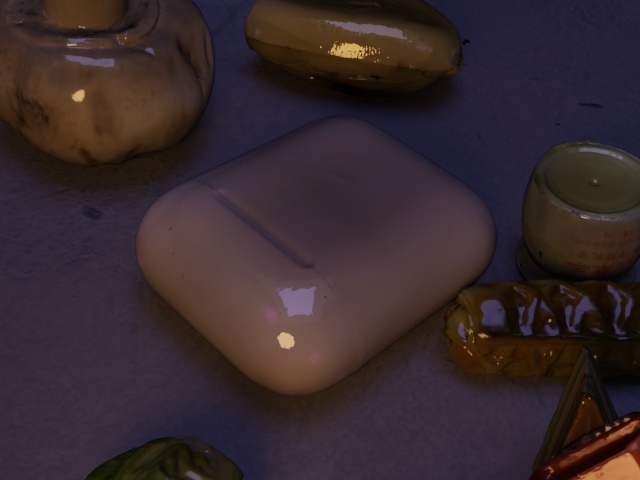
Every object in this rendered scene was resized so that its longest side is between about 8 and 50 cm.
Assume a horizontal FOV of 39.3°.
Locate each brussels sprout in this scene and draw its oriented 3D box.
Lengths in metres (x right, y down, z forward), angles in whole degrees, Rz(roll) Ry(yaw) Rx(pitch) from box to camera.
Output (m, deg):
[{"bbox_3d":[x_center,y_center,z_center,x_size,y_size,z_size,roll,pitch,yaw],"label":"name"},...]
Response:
[{"bbox_3d":[-0.127,0.229,0.728,0.155,0.117,0.155,-2,49,2],"label":"brussels sprout"}]

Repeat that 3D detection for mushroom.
[{"bbox_3d":[-0.273,-0.270,1.090,0.314,0.336,0.314,6,49,-8],"label":"mushroom"}]

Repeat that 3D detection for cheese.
[{"bbox_3d":[0.065,-0.305,1.318,0.316,0.128,0.259,24,44,16],"label":"cheese"}]

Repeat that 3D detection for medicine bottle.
[{"bbox_3d":[0.303,-0.018,1.024,0.147,0.143,0.147,0,43,0],"label":"medicine bottle"}]

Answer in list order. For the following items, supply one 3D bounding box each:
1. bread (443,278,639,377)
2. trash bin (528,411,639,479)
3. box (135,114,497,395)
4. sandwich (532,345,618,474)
[{"bbox_3d":[0.260,0.093,0.934,0.270,0.098,0.087,1,32,-5],"label":"bread"},{"bbox_3d":[0.262,0.247,0.635,0.238,0.184,0.161,60,22,11],"label":"trash bin"},{"bbox_3d":[0.000,0.001,0.971,0.349,0.141,0.289,-30,55,-34],"label":"box"},{"bbox_3d":[0.259,0.185,0.779,0.113,0.163,0.079,14,31,7],"label":"sandwich"}]
